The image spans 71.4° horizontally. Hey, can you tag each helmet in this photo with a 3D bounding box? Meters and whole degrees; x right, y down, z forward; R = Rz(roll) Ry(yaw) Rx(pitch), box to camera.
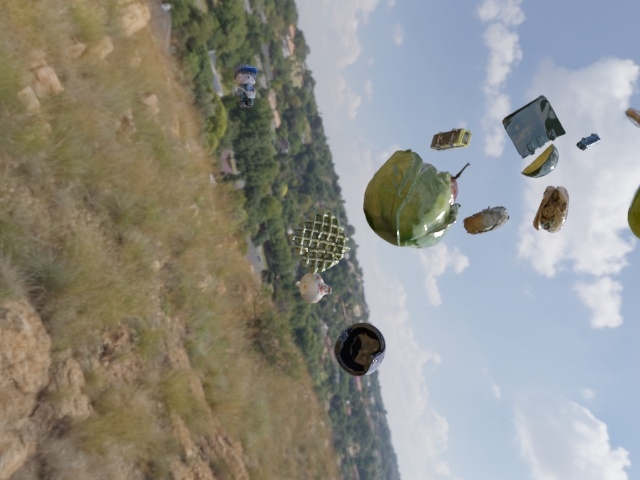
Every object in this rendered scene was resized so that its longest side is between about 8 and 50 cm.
[{"bbox_3d":[0.166,0.439,1.799,0.189,0.216,0.193,30,-4,25],"label":"helmet"}]

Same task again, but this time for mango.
[{"bbox_3d":[1.140,-0.121,1.502,0.185,0.149,0.273,40,67,-77],"label":"mango"}]

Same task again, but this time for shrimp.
[{"bbox_3d":[1.027,-0.351,1.377,0.046,0.219,0.152,-56,-128,30],"label":"shrimp"}]

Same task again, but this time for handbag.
[{"bbox_3d":[1.129,-0.598,2.362,0.260,0.247,0.079,50,25,-20],"label":"handbag"}]

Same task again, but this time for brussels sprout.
[{"bbox_3d":[0.385,-0.152,1.980,0.425,0.361,0.342,41,-22,9],"label":"brussels sprout"}]

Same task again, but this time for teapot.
[{"bbox_3d":[-0.054,0.243,2.331,0.245,0.116,0.159,20,-65,53],"label":"teapot"}]

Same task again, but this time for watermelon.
[{"bbox_3d":[1.019,-0.342,2.026,0.075,0.181,0.092,34,24,-15],"label":"watermelon"}]

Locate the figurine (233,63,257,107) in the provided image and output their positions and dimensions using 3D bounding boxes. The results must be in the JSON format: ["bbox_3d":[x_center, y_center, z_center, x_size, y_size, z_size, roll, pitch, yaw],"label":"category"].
[{"bbox_3d":[-0.238,-0.496,1.432,0.079,0.077,0.136,-126,-146,-80],"label":"figurine"}]

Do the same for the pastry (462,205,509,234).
[{"bbox_3d":[0.570,-0.068,1.534,0.153,0.153,0.081,53,11,-82],"label":"pastry"}]

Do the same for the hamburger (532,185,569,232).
[{"bbox_3d":[1.182,-0.161,2.273,0.286,0.146,0.243,34,71,-66],"label":"hamburger"}]

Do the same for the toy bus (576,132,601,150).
[{"bbox_3d":[1.055,-0.387,1.754,0.046,0.083,0.038,62,-12,17],"label":"toy bus"}]

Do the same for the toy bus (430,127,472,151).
[{"bbox_3d":[0.593,-0.460,2.054,0.226,0.074,0.081,11,-97,69],"label":"toy bus"}]

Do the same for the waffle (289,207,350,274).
[{"bbox_3d":[0.000,0.000,2.219,0.292,0.309,0.056,61,-25,-11],"label":"waffle"}]

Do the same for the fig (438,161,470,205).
[{"bbox_3d":[0.608,-0.265,2.191,0.186,0.249,0.204,21,-36,56],"label":"fig"}]
